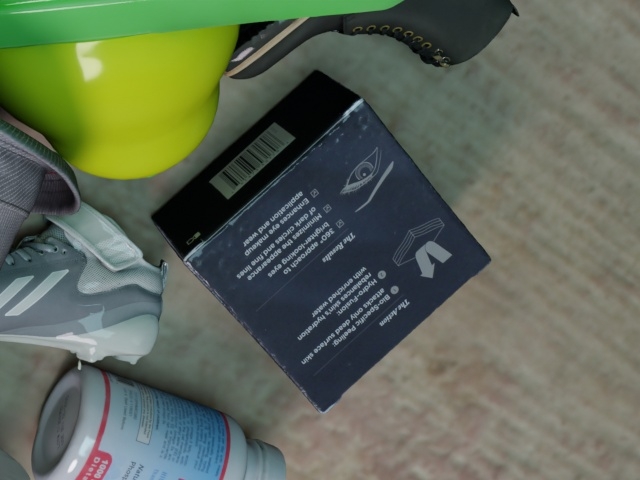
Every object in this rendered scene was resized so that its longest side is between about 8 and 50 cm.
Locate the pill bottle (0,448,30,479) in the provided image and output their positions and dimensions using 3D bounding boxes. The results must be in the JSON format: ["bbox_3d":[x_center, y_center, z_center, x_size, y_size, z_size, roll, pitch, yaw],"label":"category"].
[{"bbox_3d":[-0.278,0.235,1.161,0.121,0.121,0.221,23,100,-26],"label":"pill bottle"}]

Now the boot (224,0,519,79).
[{"bbox_3d":[0.035,-0.140,1.178,0.198,0.077,0.137,-39,123,-3],"label":"boot"}]

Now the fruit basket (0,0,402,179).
[{"bbox_3d":[-0.130,-0.202,1.009,0.392,0.392,0.283,-1,75,-21],"label":"fruit basket"}]

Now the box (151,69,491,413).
[{"bbox_3d":[0.000,0.000,1.199,0.156,0.093,0.158,-42,117,-3],"label":"box"}]

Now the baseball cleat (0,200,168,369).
[{"bbox_3d":[-0.199,0.020,1.155,0.206,0.072,0.109,11,91,-29],"label":"baseball cleat"}]

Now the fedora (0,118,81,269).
[{"bbox_3d":[-0.263,-0.018,0.992,0.244,0.275,0.124,13,82,9],"label":"fedora"}]

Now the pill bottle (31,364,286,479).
[{"bbox_3d":[-0.107,0.148,1.214,0.160,0.087,0.087,22,100,-26],"label":"pill bottle"}]
